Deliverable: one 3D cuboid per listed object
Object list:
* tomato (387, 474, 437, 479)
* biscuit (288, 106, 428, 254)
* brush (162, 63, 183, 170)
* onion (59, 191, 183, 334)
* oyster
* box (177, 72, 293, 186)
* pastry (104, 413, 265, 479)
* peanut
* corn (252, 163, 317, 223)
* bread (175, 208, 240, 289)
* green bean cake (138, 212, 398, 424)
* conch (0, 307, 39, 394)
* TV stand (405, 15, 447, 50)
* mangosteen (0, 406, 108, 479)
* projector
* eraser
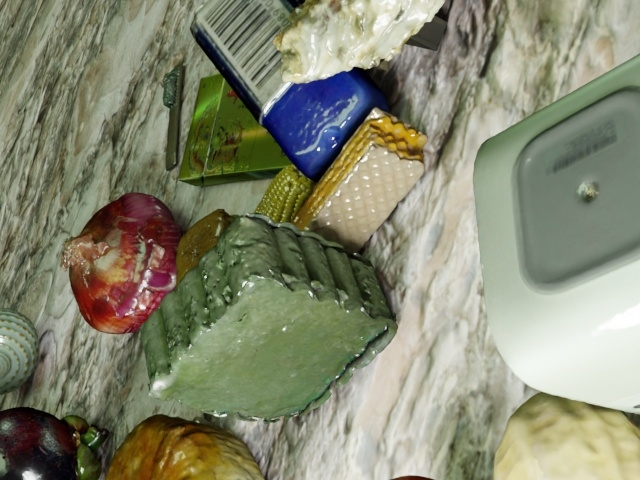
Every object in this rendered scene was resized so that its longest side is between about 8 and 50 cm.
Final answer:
[{"bbox_3d":[0.143,0.325,1.221,0.101,0.228,0.228,-22,51,8],"label":"tomato"},{"bbox_3d":[0.000,0.000,1.622,0.378,0.094,0.054,-51,34,26],"label":"biscuit"},{"bbox_3d":[-0.249,-0.207,2.101,0.034,0.028,0.190,-25,57,48],"label":"brush"},{"bbox_3d":[-0.323,0.027,1.984,0.230,0.163,0.230,-29,47,36],"label":"onion"},{"bbox_3d":[0.075,-0.326,1.559,0.354,0.107,0.201,-51,51,3],"label":"oyster"},{"bbox_3d":[-0.099,-0.174,1.870,0.311,0.043,0.172,-1,74,53],"label":"box"},{"bbox_3d":[-0.195,0.384,1.677,0.330,0.136,0.329,-24,58,46],"label":"pastry"},{"bbox_3d":[0.238,0.295,1.117,0.174,0.158,0.340,-35,49,36],"label":"peanut"},{"bbox_3d":[-0.065,-0.014,1.733,0.203,0.072,0.072,-58,38,20],"label":"corn"},{"bbox_3d":[-0.153,0.034,1.832,0.140,0.069,0.127,-36,49,41],"label":"bread"},{"bbox_3d":[-0.067,0.106,1.536,0.255,0.241,0.132,-48,43,30],"label":"green bean cake"},{"bbox_3d":[-0.563,0.197,2.261,0.200,0.131,0.172,-56,-24,-66],"label":"conch"},{"bbox_3d":[0.070,-0.295,1.694,0.256,0.049,0.040,25,95,55],"label":"TV stand"},{"bbox_3d":[-0.452,0.354,1.995,0.216,0.216,0.216,-26,55,45],"label":"mangosteen"},{"bbox_3d":[0.306,-0.009,1.079,0.249,0.249,0.248,-29,53,44],"label":"projector"},{"bbox_3d":[-0.041,-0.236,1.707,0.155,0.101,0.332,-46,57,14],"label":"eraser"}]
